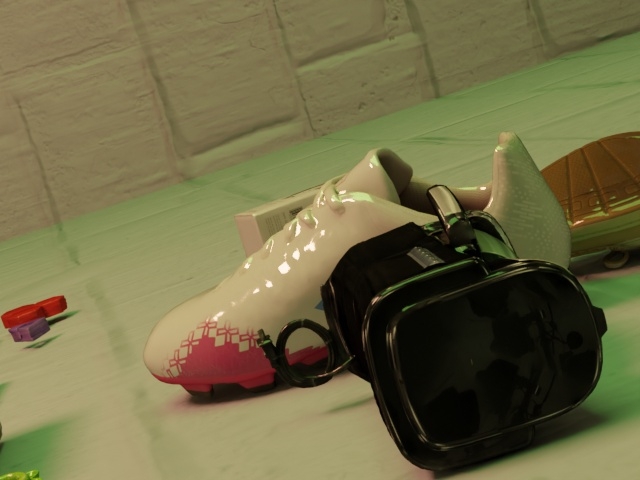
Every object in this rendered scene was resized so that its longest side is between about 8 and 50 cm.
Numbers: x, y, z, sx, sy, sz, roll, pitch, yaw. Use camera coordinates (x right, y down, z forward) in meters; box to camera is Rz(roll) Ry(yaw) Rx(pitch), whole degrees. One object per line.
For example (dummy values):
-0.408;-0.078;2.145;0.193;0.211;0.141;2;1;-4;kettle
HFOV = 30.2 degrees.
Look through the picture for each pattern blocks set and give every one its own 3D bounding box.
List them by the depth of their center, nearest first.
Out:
-0.461;0.144;1.349;0.325;0.026;0.285;-17;9;1;pattern blocks set

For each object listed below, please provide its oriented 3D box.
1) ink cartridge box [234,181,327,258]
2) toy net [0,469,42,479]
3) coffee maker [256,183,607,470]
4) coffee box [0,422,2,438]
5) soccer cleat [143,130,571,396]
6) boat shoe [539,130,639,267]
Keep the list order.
0.000;0.000;1.124;0.135;0.099;0.056;-20;8;-23;ink cartridge box
-0.230;0.191;0.611;0.122;0.045;0.232;-13;12;16;toy net
0.059;0.061;0.681;0.171;0.120;0.178;-40;8;3;coffee maker
-0.396;0.160;0.846;0.297;0.119;0.168;-18;10;-6;coffee box
0.012;0.010;0.861;0.331;0.143;0.116;-15;20;14;soccer cleat
0.279;-0.034;0.909;0.285;0.089;0.104;-17;35;16;boat shoe
